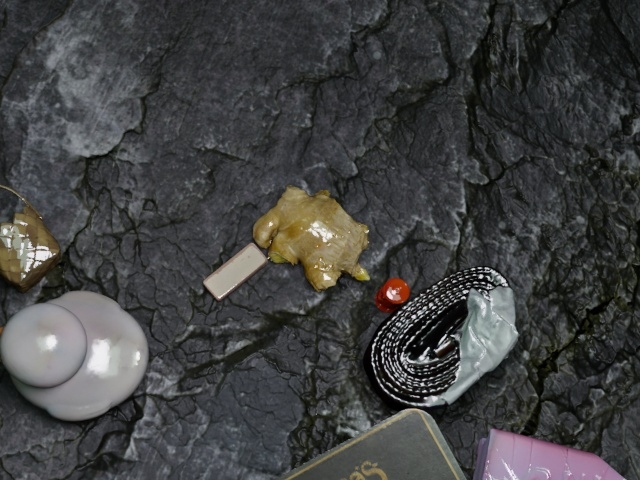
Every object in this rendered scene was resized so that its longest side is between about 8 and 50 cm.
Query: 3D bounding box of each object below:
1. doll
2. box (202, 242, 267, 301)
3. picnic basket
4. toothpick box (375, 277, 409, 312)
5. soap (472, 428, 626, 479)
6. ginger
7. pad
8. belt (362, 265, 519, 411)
[{"bbox_3d":[-0.397,0.173,1.788,0.251,0.221,0.221,8,75,-7],"label":"doll"},{"bbox_3d":[-0.146,0.055,1.952,0.115,0.025,0.048,-40,81,-16],"label":"box"},{"bbox_3d":[-0.513,-0.009,1.851,0.178,0.138,0.128,43,74,-3],"label":"picnic basket"},{"bbox_3d":[0.124,0.094,1.954,0.047,0.083,0.047,2,75,-7],"label":"toothpick box"},{"bbox_3d":[0.411,0.448,1.877,0.324,0.109,0.192,16,66,-2],"label":"soap"},{"bbox_3d":[0.000,0.000,1.950,0.216,0.102,0.157,37,79,1],"label":"ginger"},{"bbox_3d":[0.043,0.422,1.811,0.375,0.063,0.315,-30,82,3],"label":"pad"},{"bbox_3d":[0.209,0.166,1.906,0.289,0.164,0.184,-39,81,-11],"label":"belt"}]
